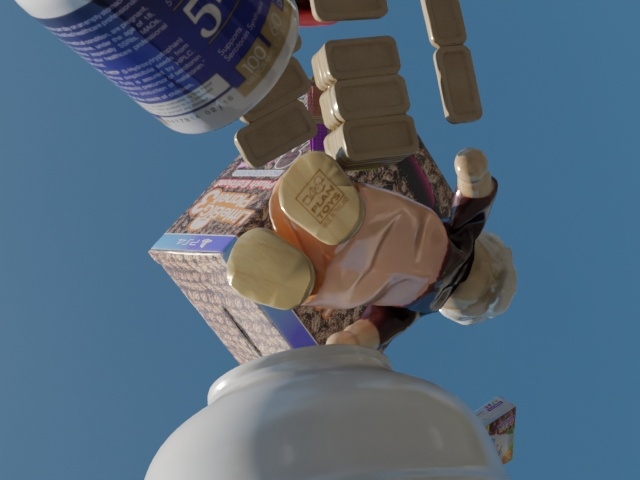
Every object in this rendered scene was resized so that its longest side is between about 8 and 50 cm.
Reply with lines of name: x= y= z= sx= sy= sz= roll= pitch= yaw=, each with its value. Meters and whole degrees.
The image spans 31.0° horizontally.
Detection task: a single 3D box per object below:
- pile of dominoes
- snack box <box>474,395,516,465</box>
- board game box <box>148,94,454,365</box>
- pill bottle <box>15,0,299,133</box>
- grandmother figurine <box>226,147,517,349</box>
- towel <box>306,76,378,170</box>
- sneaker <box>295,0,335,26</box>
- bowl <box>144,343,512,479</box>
pile of dominoes: x=0.006 y=-0.177 z=0.842 sx=0.195 sy=0.040 sz=0.251 roll=-9 pitch=-96 yaw=-23
snack box: x=0.210 y=0.290 z=1.596 sx=0.141 sy=0.037 sz=0.100 roll=-25 pitch=-51 yaw=-33
board game box: x=0.000 y=0.000 z=1.295 sx=0.291 sy=0.141 sz=0.232 roll=-50 pitch=-61 yaw=-27
pill bottle: x=-0.107 y=-0.152 z=0.638 sx=0.186 sy=0.112 sz=0.112 roll=39 pitch=-119 yaw=-43
grandmother figurine: x=0.073 y=0.011 z=0.961 sx=0.104 sy=0.208 sz=0.342 roll=52 pitch=-163 yaw=27
towel: x=0.020 y=-0.093 z=0.925 sx=0.009 sy=0.060 sz=0.083 roll=-83 pitch=-7 yaw=-54
sneaker: x=0.030 y=-0.269 z=1.190 sx=0.313 sy=0.136 sz=0.116 roll=-18 pitch=-49 yaw=-23
bowl: x=-0.005 y=0.164 z=0.843 sx=0.297 sy=0.298 sz=0.134 roll=6 pitch=-122 yaw=-33
